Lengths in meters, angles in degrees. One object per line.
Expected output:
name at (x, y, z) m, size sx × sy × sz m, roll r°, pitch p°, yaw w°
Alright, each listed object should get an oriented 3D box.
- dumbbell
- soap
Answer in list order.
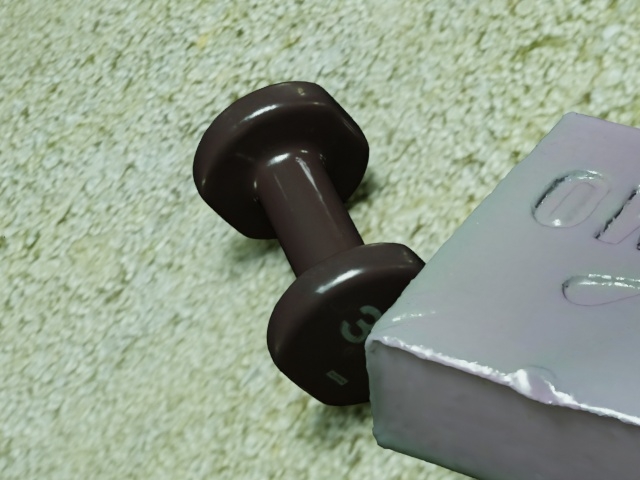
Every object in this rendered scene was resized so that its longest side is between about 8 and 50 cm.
dumbbell at (0.000, 0.000, 1.431) m, size 0.124 × 0.140 × 0.225 m, roll -36°, pitch 48°, yaw 10°
soap at (0.220, 0.058, 1.234) m, size 0.296 × 0.107 × 0.285 m, roll 15°, pitch 42°, yaw 28°
